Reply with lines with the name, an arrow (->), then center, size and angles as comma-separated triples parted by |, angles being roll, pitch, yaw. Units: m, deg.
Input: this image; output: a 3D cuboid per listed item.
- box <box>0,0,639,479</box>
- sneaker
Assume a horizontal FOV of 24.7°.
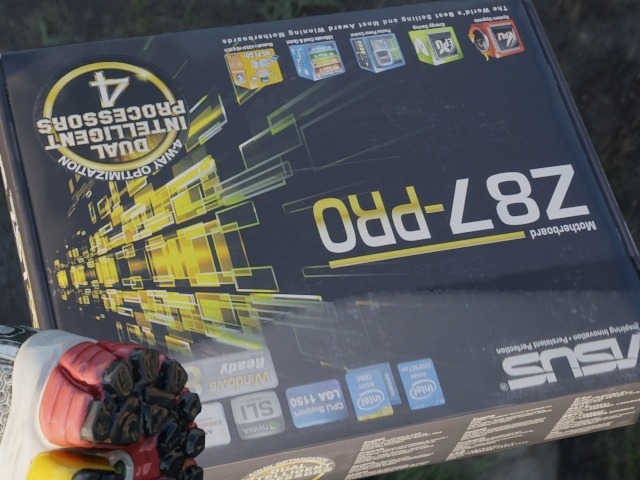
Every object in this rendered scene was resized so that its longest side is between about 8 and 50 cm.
box -> 0.000, 0.000, 0.975 | 0.395, 0.097, 0.318 | -8, 63, -16
sneaker -> -0.095, 0.129, 0.450 | 0.093, 0.088, 0.225 | 14, 105, 23
